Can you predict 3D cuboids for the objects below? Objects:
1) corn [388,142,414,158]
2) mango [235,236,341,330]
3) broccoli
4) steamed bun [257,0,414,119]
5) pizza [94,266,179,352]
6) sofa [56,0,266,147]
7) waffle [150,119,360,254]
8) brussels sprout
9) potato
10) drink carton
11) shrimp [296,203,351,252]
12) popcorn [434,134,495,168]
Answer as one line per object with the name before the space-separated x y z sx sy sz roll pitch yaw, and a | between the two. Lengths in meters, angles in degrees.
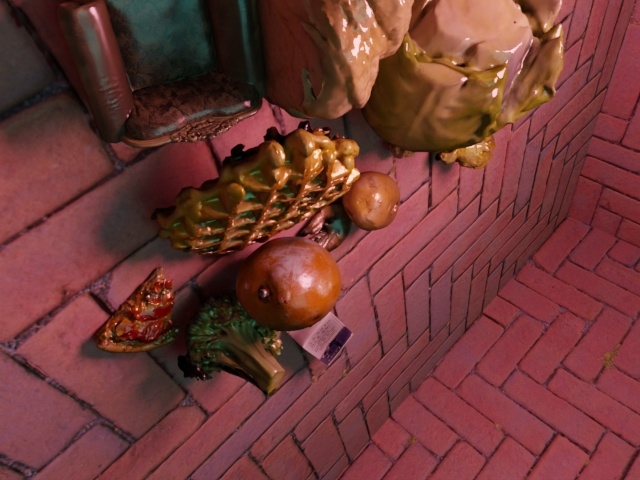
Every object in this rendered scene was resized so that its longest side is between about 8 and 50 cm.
corn | 0.292 -0.314 1.357 0.288 0.086 0.087 -36 142 -30
mango | -0.060 0.091 1.069 0.384 0.221 0.199 11 78 -77
broccoli | -0.187 0.260 1.103 0.247 0.243 0.263 -39 147 -27
steamed bun | 0.002 -0.364 0.730 0.230 0.324 0.372 -30 137 -24
pizza | -0.346 0.149 0.975 0.188 0.062 0.199 3 115 -54
sofa | -0.204 -0.264 0.662 0.258 0.182 0.200 -24 136 -23
waffle | -0.102 -0.078 0.923 0.382 0.095 0.379 -32 168 23
brussels sprout | 0.284 -0.371 1.064 0.425 0.343 0.361 -12 166 -10
potato | 0.141 -0.110 1.293 0.150 0.146 0.234 -44 165 16
drink carton | -0.003 0.282 1.481 0.134 0.102 0.222 -48 146 -7
shrimp | 0.002 -0.015 1.272 0.254 0.059 0.145 -28 135 -36
popcorn | 0.451 -0.315 1.503 0.195 0.173 0.169 6 77 -26
